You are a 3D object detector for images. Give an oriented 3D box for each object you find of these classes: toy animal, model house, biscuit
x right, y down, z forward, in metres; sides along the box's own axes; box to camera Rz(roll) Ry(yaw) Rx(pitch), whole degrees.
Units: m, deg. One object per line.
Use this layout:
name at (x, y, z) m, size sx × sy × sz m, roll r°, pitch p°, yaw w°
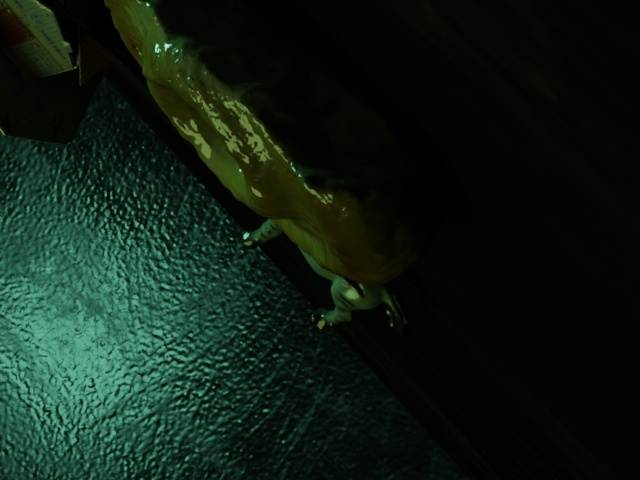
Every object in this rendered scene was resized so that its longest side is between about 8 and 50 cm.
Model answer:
toy animal at (0.003, -0.005, 1.312) m, size 0.217 × 0.073 × 0.176 m, roll 44°, pitch 160°, yaw 1°
model house at (-0.227, -0.209, 1.410) m, size 0.136 × 0.207 × 0.219 m, roll -10°, pitch 130°, yaw 40°
biscuit at (-0.031, -0.072, 0.951) m, size 0.274 × 0.091 × 0.213 m, roll 44°, pitch 171°, yaw 28°

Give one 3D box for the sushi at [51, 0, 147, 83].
sushi at (-0.199, -0.227, 1.127) m, size 0.294 × 0.059 × 0.292 m, roll 40°, pitch -175°, yaw -21°
